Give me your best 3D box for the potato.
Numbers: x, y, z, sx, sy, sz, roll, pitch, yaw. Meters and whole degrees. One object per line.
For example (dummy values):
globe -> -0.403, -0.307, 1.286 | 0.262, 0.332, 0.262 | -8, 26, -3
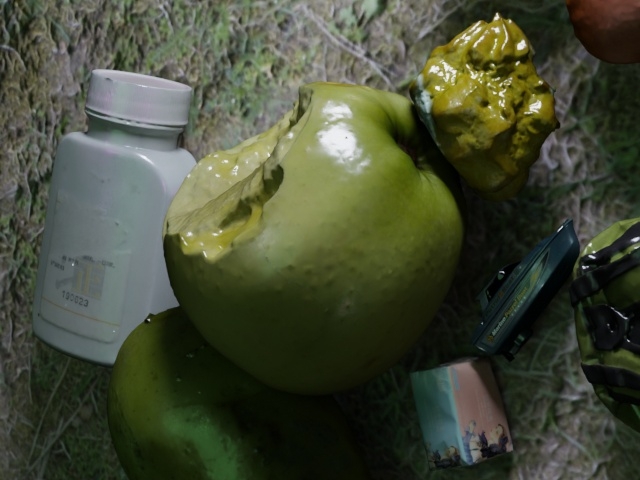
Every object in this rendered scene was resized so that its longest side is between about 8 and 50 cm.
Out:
potato -> -0.074, 0.198, 1.335 | 0.304, 0.216, 0.216 | 41, 114, 12

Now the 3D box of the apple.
apple -> 0.000, 0.000, 1.243 | 0.279, 0.279, 0.279 | 2, 94, 33

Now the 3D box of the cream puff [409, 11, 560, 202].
cream puff -> 0.150, -0.117, 1.217 | 0.116, 0.146, 0.146 | -37, 72, 13

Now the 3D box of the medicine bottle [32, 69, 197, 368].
medicine bottle -> -0.210, -0.025, 1.468 | 0.161, 0.111, 0.296 | 16, 103, 31

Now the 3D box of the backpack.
backpack -> 0.319, 0.059, 1.102 | 0.253, 0.140, 0.207 | -12, 84, 29

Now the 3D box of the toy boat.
toy boat -> 0.185, 0.038, 1.241 | 0.060, 0.055, 0.141 | 40, 114, 18

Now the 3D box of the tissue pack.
tissue pack -> 0.127, 0.155, 1.277 | 0.058, 0.074, 0.094 | -15, 86, 40

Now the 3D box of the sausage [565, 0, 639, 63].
sausage -> 0.320, -0.210, 1.107 | 0.259, 0.113, 0.113 | -9, 88, 32
